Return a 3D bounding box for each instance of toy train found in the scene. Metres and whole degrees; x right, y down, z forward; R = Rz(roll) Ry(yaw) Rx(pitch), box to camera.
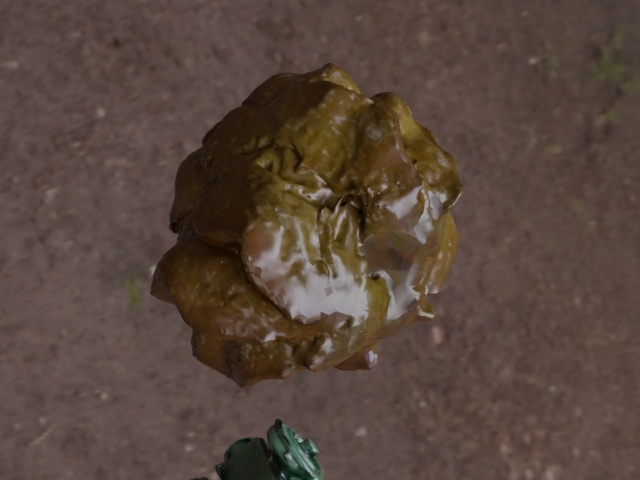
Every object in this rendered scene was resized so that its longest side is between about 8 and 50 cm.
[{"bbox_3d":[-0.008,0.201,0.966,0.132,0.083,0.200,56,4,-33],"label":"toy train"}]

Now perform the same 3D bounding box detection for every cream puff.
[{"bbox_3d":[0.000,0.000,0.567,0.122,0.116,0.094,1,32,-31],"label":"cream puff"}]
